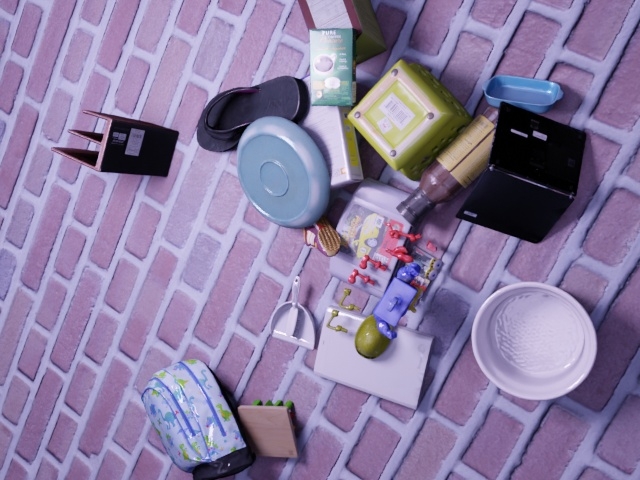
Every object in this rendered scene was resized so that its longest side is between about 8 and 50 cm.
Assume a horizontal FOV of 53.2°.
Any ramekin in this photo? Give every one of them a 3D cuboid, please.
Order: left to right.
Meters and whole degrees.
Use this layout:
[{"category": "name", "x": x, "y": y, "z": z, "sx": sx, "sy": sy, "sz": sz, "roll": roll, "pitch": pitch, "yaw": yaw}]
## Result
[{"category": "ramekin", "x": 0.514, "y": 0.231, "z": 1.534, "sx": 0.277, "sy": 0.135, "sz": 0.277, "roll": 1, "pitch": 92, "yaw": 24}]

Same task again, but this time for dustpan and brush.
[{"category": "dustpan and brush", "x": -0.073, "y": 0.202, "z": 1.827, "sx": 0.147, "sy": 0.060, "sz": 0.211, "roll": 14, "pitch": 98, "yaw": 22}]

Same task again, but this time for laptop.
[{"category": "laptop", "x": 0.480, "y": -0.158, "z": 1.533, "sx": 0.234, "sy": 0.136, "sz": 0.264, "roll": 17, "pitch": 76, "yaw": -11}]

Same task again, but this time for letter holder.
[{"category": "letter holder", "x": -0.612, "y": -0.298, "z": 1.904, "sx": 0.214, "sy": 0.302, "sz": 0.152, "roll": 21, "pitch": 101, "yaw": 21}]

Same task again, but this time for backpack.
[{"category": "backpack", "x": -0.366, "y": 0.523, "z": 1.869, "sx": 0.290, "sy": 0.273, "sz": 0.355, "roll": 132, "pitch": 127, "yaw": -59}]

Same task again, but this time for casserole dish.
[{"category": "casserole dish", "x": 0.485, "y": -0.350, "z": 1.542, "sx": 0.188, "sy": 0.114, "sz": 0.037, "roll": 15, "pitch": 138, "yaw": 21}]

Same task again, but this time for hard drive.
[{"category": "hard drive", "x": 0.142, "y": 0.316, "z": 1.752, "sx": 0.307, "sy": 0.040, "sz": 0.203, "roll": 15, "pitch": 98, "yaw": 23}]

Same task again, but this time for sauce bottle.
[{"category": "sauce bottle", "x": 0.331, "y": -0.177, "z": 1.587, "sx": 0.344, "sy": 0.111, "sz": 0.111, "roll": -43, "pitch": 76, "yaw": 11}]

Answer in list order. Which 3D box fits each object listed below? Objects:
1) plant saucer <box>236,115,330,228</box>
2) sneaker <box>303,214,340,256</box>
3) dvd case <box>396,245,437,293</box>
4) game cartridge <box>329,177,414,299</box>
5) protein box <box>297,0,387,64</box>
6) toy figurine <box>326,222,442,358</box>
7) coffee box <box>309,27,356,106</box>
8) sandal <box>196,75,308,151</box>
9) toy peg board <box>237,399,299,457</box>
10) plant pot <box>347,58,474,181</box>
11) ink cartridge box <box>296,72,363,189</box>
[{"category": "plant saucer", "x": -0.115, "y": -0.171, "z": 1.707, "sx": 0.317, "sy": 0.044, "sz": 0.317, "roll": 20, "pitch": 125, "yaw": 31}, {"category": "sneaker", "x": 0.000, "y": 0.000, "z": 1.751, "sx": 0.185, "sy": 0.069, "sz": 0.084, "roll": -113, "pitch": 37, "yaw": -49}, {"category": "dvd case", "x": 0.258, "y": 0.086, "z": 1.704, "sx": 0.087, "sy": 0.013, "sz": 0.119, "roll": 31, "pitch": 105, "yaw": 19}, {"category": "game cartridge", "x": 0.139, "y": -0.010, "z": 1.731, "sx": 0.196, "sy": 0.060, "sz": 0.294, "roll": 25, "pitch": 102, "yaw": 25}, {"category": "protein box", "x": 0.053, "y": -0.578, "z": 1.657, "sx": 0.136, "sy": 0.200, "sz": 0.201, "roll": -21, "pitch": 85, "yaw": 23}, {"category": "toy figurine", "x": 0.151, "y": 0.148, "z": 1.592, "sx": 0.191, "sy": 0.217, "sz": 0.362, "roll": 33, "pitch": 101, "yaw": 2}, {"category": "coffee box", "x": 0.031, "y": -0.421, "z": 1.556, "sx": 0.113, "sy": 0.040, "sz": 0.184, "roll": 4, "pitch": 107, "yaw": 21}, {"category": "sandal", "x": -0.227, "y": -0.363, "z": 1.786, "sx": 0.446, "sy": 0.107, "sz": 0.167, "roll": -11, "pitch": 84, "yaw": 42}, {"category": "toy peg board", "x": -0.139, "y": 0.543, "z": 1.876, "sx": 0.161, "sy": 0.079, "sz": 0.161, "roll": -5, "pitch": 106, "yaw": 24}, {"category": "plant pot", "x": 0.218, "y": -0.304, "z": 1.597, "sx": 0.227, "sy": 0.207, "sz": 0.228, "roll": -44, "pitch": 75, "yaw": 20}, {"category": "ink cartridge box", "x": -0.036, "y": -0.274, "z": 1.731, "sx": 0.303, "sy": 0.072, "sz": 0.307, "roll": -14, "pitch": 80, "yaw": 45}]
